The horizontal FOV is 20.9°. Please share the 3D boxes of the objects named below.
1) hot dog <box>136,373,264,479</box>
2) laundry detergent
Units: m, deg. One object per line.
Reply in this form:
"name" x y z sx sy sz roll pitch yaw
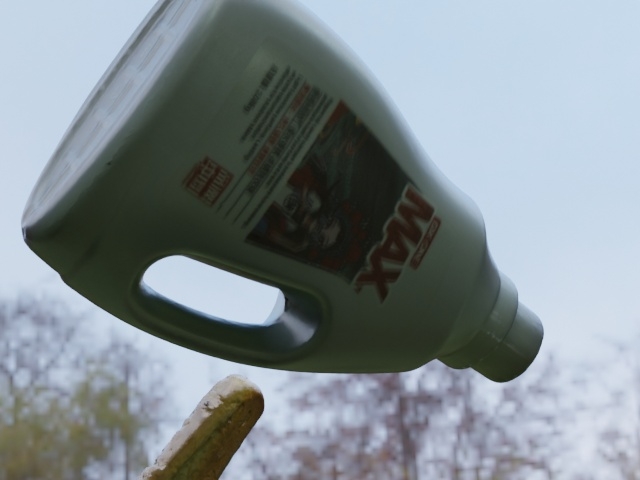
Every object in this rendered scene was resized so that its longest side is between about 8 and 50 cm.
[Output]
"hot dog" -0.124 0.201 1.473 0.047 0.215 0.066 18 -25 37
"laundry detergent" 0.000 0.000 1.307 0.398 0.264 0.125 35 0 -26
